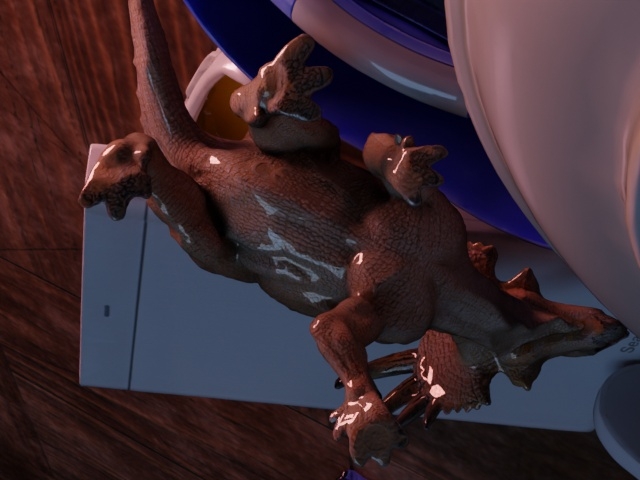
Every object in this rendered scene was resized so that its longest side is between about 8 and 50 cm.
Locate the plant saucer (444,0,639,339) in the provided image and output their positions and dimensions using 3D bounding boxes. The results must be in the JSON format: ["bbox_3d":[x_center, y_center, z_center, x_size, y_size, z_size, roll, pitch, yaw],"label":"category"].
[{"bbox_3d":[0.211,-0.021,0.402,0.401,0.100,0.400,20,144,16],"label":"plant saucer"}]

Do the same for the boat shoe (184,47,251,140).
[{"bbox_3d":[-0.070,-0.023,0.904,0.136,0.156,0.367,40,148,2],"label":"boat shoe"}]

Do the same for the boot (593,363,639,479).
[{"bbox_3d":[0.283,0.170,0.819,0.258,0.095,0.123,23,147,11],"label":"boot"}]

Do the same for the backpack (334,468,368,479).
[{"bbox_3d":[0.022,0.293,1.232,0.101,0.120,0.098,30,146,16],"label":"backpack"}]

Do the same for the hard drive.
[{"bbox_3d":[0.032,0.041,0.808,0.353,0.047,0.233,6,147,-8],"label":"hard drive"}]

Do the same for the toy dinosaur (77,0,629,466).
[{"bbox_3d":[0.000,0.000,0.639,0.296,0.127,0.200,38,179,8],"label":"toy dinosaur"}]

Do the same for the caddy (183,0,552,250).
[{"bbox_3d":[0.070,-0.131,0.607,0.341,0.179,0.241,30,148,15],"label":"caddy"}]
